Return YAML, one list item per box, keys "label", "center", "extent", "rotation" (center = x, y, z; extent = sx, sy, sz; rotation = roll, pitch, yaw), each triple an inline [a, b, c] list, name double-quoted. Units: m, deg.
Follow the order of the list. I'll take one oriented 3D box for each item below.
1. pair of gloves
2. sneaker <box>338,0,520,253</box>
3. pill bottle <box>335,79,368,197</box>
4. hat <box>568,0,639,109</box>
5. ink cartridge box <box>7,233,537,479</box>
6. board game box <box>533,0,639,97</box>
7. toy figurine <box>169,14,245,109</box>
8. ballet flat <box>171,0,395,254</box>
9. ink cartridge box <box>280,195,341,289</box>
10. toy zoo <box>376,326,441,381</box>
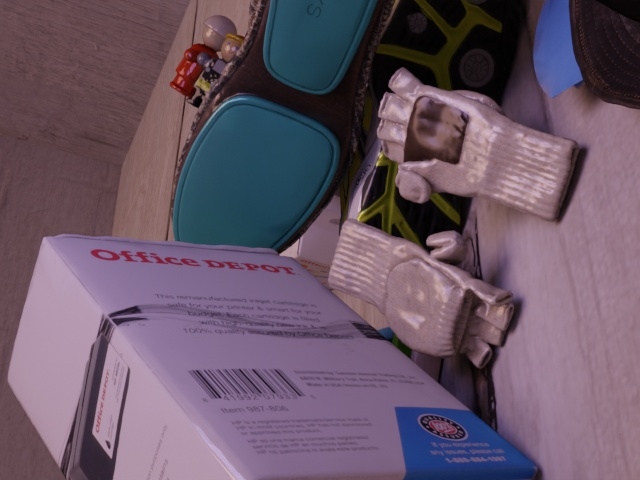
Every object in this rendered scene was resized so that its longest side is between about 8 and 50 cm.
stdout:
- label: "pair of gloves"
  center: [0.106, -0.017, 1.036]
  extent: [0.204, 0.042, 0.240]
  rotation: [33, 113, 34]
- label: "sneaker"
  center: [0.090, -0.132, 1.186]
  extent: [0.147, 0.145, 0.384]
  rotation: [-143, 70, -70]
- label: "pill bottle"
  center: [0.016, -0.148, 1.393]
  extent: [0.283, 0.160, 0.160]
  rotation: [-128, 55, -68]
- label: "hat"
  center: [0.237, -0.263, 0.803]
  extent: [0.331, 0.134, 0.331]
  rotation: [-49, 30, 43]
- label: "ink cartridge box"
  center: [-0.062, 0.155, 0.985]
  extent: [0.395, 0.286, 0.166]
  rotation: [40, 116, 48]
- label: "board game box"
  center: [0.242, -0.192, 0.947]
  extent: [0.169, 0.033, 0.133]
  rotation: [-32, 45, 55]
- label: "toy figurine"
  center: [-0.113, -0.249, 1.812]
  extent: [0.148, 0.213, 0.209]
  rotation: [-56, 23, 5]
- label: "ballet flat"
  center: [-0.016, -0.168, 1.128]
  extent: [0.182, 0.164, 0.482]
  rotation: [-66, 1, -48]
- label: "ink cartridge box"
  center: [0.000, 0.000, 1.438]
  extent: [0.143, 0.092, 0.089]
  rotation: [148, 134, -66]
- label: "toy zoo"
  center: [0.047, 0.194, 1.238]
  extent: [0.293, 0.030, 0.192]
  rotation: [152, 130, -68]
